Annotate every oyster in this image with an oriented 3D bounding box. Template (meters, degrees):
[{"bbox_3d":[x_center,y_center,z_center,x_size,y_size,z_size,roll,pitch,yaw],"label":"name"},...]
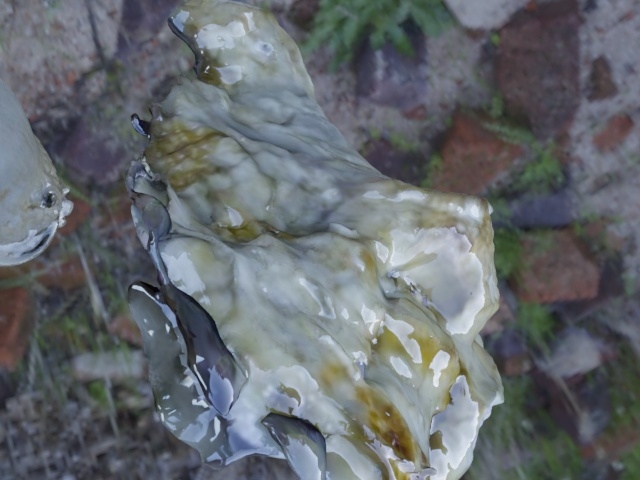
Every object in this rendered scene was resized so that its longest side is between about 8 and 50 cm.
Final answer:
[{"bbox_3d":[0.000,0.000,0.386,0.081,0.191,0.163,-40,161,19],"label":"oyster"}]

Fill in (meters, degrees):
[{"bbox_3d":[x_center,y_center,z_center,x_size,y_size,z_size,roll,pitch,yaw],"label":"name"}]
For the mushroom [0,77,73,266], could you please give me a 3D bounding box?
[{"bbox_3d":[-0.307,-0.070,0.895,0.397,0.126,0.177,8,122,-52],"label":"mushroom"}]
